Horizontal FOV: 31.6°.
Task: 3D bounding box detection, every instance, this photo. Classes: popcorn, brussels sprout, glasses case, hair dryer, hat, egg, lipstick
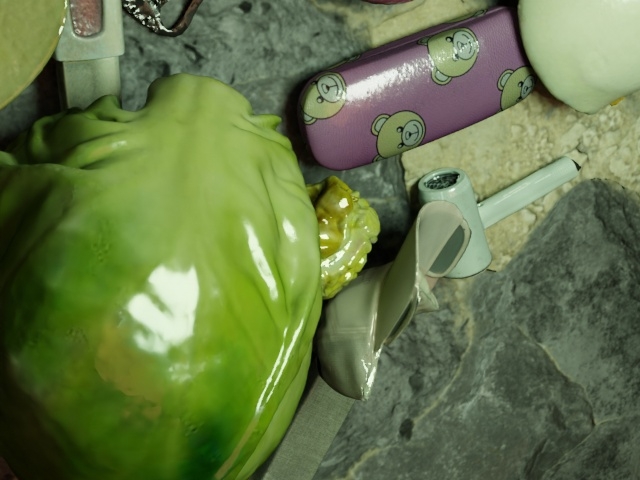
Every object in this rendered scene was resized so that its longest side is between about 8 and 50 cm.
[{"bbox_3d":[0.000,0.000,1.325,0.145,0.126,0.126,-34,134,13],"label":"popcorn"},{"bbox_3d":[-0.167,0.090,1.099,0.342,0.361,0.425,-2,132,-8],"label":"brussels sprout"},{"bbox_3d":[-0.016,0.240,1.465,0.071,0.047,0.205,23,101,-27],"label":"glasses case"},{"bbox_3d":[0.239,-0.057,1.444,0.236,0.073,0.131,-26,119,-16],"label":"hair dryer"},{"bbox_3d":[0.070,0.054,1.344,0.219,0.164,0.226,-44,140,-53],"label":"hat"},{"bbox_3d":[0.369,-0.288,1.316,0.264,0.174,0.286,23,91,-40],"label":"egg"},{"bbox_3d":[0.120,-0.179,1.327,0.316,0.076,0.123,-22,119,-16],"label":"glasses case"},{"bbox_3d":[-0.240,-0.201,1.150,0.079,0.077,0.253,-8,119,-17],"label":"lipstick"}]

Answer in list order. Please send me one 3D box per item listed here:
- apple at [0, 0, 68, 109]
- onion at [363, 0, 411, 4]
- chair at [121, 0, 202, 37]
[{"bbox_3d":[-0.380,-0.247,0.975,0.258,0.233,0.295,-32,133,7],"label":"apple"},{"bbox_3d":[0.074,-0.338,1.196,0.177,0.153,0.177,-6,122,-9],"label":"onion"},{"bbox_3d":[-0.107,-0.310,1.149,0.106,0.113,0.229,34,92,-30],"label":"chair"}]
